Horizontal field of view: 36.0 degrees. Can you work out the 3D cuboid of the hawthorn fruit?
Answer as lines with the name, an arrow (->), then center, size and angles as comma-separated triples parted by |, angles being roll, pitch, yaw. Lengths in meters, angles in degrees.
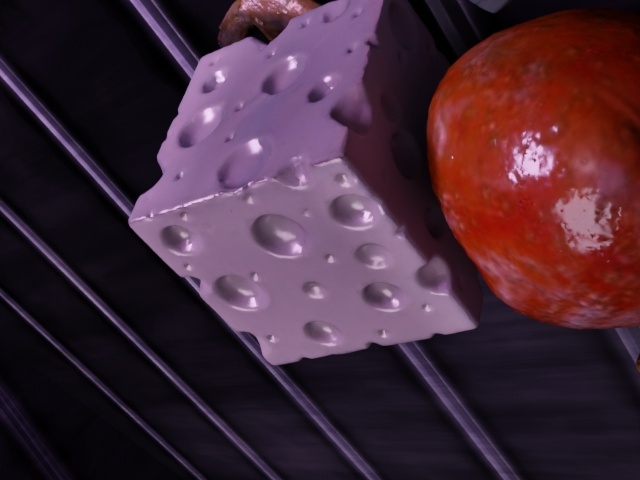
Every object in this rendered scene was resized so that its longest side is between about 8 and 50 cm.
hawthorn fruit -> 0.231, -0.059, 0.797 | 0.284, 0.284, 0.284 | 24, 150, 15

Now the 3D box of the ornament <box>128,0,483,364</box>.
ornament -> 0.009, -0.055, 0.950 | 0.239, 0.239, 0.240 | -16, 132, 33

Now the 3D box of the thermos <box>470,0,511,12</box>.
thermos -> 0.040, -0.274, 0.682 | 0.286, 0.182, 0.145 | 38, 109, -3

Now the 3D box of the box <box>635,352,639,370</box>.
box -> 0.518, 0.087, 0.876 | 0.264, 0.115, 0.415 | 34, 151, -2

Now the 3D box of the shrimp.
shrimp -> -0.049, -0.167, 1.098 | 0.169, 0.058, 0.296 | 35, 146, 4
